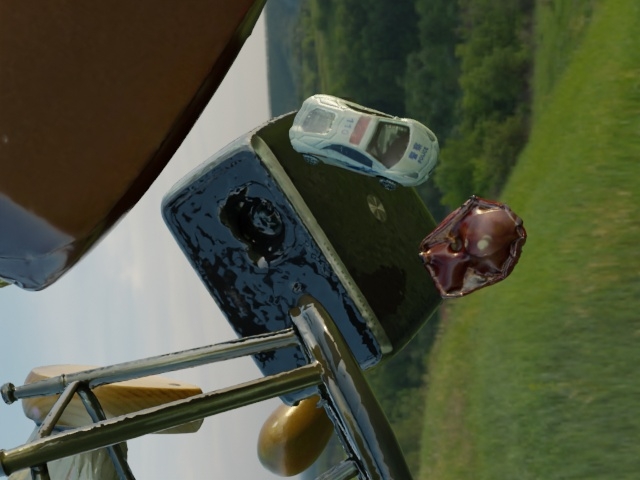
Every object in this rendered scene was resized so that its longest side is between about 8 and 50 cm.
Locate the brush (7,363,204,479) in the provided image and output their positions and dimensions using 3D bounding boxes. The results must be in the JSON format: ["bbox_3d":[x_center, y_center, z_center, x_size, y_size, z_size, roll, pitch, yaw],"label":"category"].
[{"bbox_3d":[-0.297,0.272,1.179,0.174,0.267,0.166,20,-106,-80],"label":"brush"}]

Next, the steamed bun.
[{"bbox_3d":[-0.209,-0.159,0.695,0.379,0.235,0.248,-58,17,-8],"label":"steamed bun"}]

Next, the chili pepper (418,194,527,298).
[{"bbox_3d":[0.219,0.014,1.214,0.253,0.137,0.144,4,-82,-80],"label":"chili pepper"}]

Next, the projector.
[{"bbox_3d":[0.000,0.000,1.345,0.395,0.242,0.405,56,-150,-2],"label":"projector"}]

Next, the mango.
[{"bbox_3d":[-0.038,0.385,1.704,0.221,0.120,0.151,-43,-36,-31],"label":"mango"}]

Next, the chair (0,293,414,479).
[{"bbox_3d":[-0.125,0.277,0.921,0.364,0.410,0.361,-157,43,-81],"label":"chair"}]

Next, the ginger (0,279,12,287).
[{"bbox_3d":[-0.489,-0.031,1.296,0.263,0.117,0.109,-105,-5,-58],"label":"ginger"}]

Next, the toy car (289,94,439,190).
[{"bbox_3d":[0.057,-0.132,1.090,0.095,0.205,0.056,-64,-24,-14],"label":"toy car"}]
